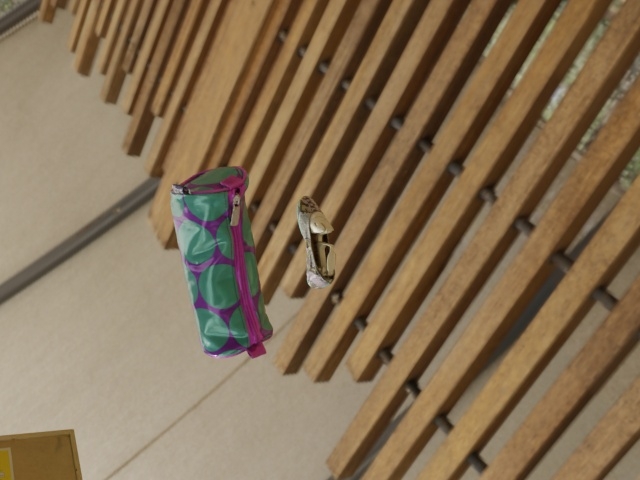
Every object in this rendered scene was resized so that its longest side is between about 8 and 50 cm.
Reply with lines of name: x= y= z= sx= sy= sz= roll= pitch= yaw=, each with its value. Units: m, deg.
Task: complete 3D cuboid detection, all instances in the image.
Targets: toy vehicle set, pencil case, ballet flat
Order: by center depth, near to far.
pencil case: x=-0.080 y=0.019 z=0.607 sx=0.065 sy=0.151 sz=0.070 roll=-22 pitch=-158 yaw=-38
ballet flat: x=0.000 y=0.000 z=0.879 sx=0.041 sy=0.041 sz=0.114 roll=-2 pitch=-97 yaw=-48
toy vehicle set: x=-0.473 y=0.361 z=1.037 sx=0.267 sy=0.035 sz=0.165 roll=4 pitch=-129 yaw=-35
